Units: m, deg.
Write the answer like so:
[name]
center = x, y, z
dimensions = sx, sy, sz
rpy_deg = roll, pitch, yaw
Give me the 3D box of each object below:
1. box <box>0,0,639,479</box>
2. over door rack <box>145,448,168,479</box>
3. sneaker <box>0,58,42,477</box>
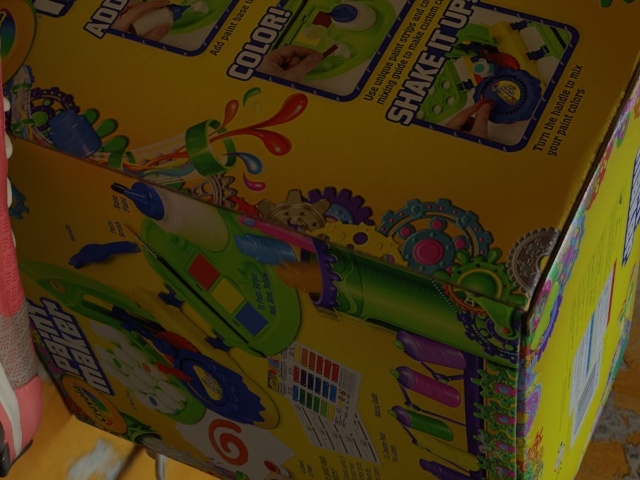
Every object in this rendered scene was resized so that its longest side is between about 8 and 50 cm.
[box]
center = 0.000, 0.000, 0.656
dimensions = 0.177, 0.279, 0.290
rpy_deg = -61, 159, -28
[over door rack]
center = -0.035, 0.200, 0.956
dimensions = 0.324, 0.108, 0.239
rpy_deg = -37, 146, -24
[sneaker]
center = -0.146, -0.027, 0.484
dimensions = 0.314, 0.116, 0.136
rpy_deg = 82, 31, -52
